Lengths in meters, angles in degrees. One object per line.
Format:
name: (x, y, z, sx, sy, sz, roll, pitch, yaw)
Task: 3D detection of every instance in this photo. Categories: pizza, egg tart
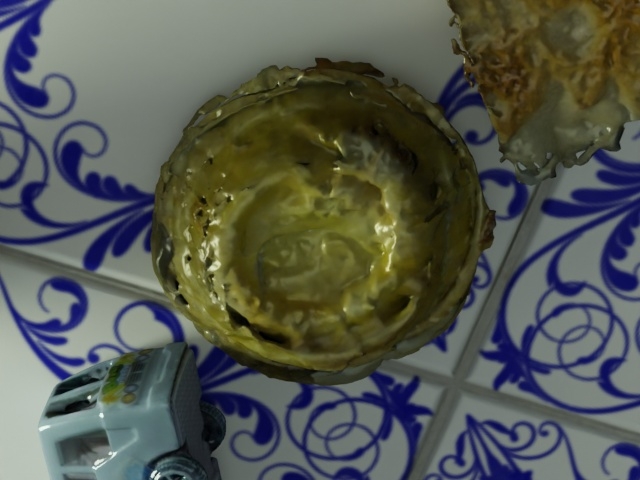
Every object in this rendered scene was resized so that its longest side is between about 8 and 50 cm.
pizza: (0.234, -0.295, 1.325, 0.391, 0.080, 0.435, -23, 116, 8)
egg tart: (0.000, 0.000, 1.444, 0.278, 0.095, 0.279, -1, 117, -2)

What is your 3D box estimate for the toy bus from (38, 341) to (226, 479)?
toy bus: (-0.137, 0.248, 1.554, 0.136, 0.109, 0.330, -5, 116, 11)
